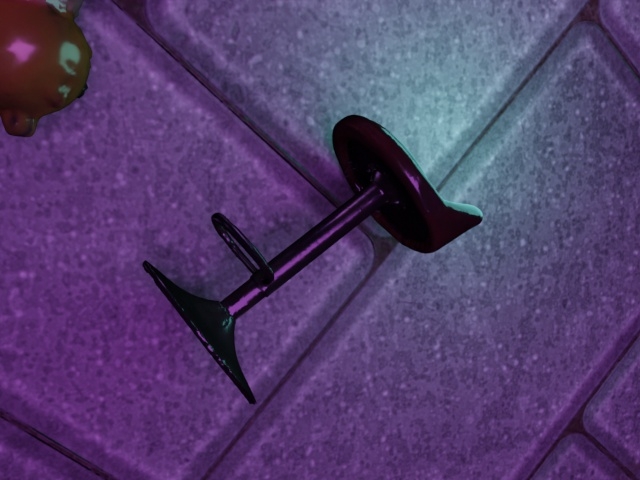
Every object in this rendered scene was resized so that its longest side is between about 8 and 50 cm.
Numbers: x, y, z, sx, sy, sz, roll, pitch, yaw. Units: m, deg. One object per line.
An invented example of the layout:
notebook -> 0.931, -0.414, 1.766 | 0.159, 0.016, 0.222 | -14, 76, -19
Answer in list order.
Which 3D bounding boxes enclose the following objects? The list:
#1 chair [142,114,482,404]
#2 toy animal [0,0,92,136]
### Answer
chair -> 0.000, 0.000, 0.932 | 0.401, 0.226, 0.226 | -37, 111, -12
toy animal -> -0.322, -0.256, 0.788 | 0.195, 0.169, 0.281 | 8, 107, 21
